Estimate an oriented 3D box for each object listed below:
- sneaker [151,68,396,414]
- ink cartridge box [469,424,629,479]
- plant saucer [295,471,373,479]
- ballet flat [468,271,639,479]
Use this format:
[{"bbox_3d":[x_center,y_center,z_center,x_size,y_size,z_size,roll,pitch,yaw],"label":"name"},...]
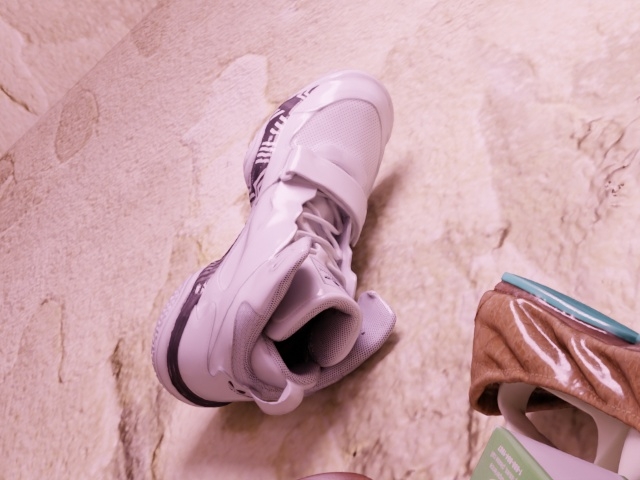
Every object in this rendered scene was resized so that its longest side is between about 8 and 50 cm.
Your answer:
[{"bbox_3d":[0.000,0.000,1.160,0.210,0.137,0.365,6,62,58],"label":"sneaker"},{"bbox_3d":[0.102,0.225,0.637,0.212,0.093,0.154,-64,17,7],"label":"ink cartridge box"},{"bbox_3d":[-0.030,0.251,0.955,0.199,0.036,0.198,-36,27,22],"label":"plant saucer"},{"bbox_3d":[0.188,0.106,0.764,0.342,0.116,0.124,18,88,63],"label":"ballet flat"}]
